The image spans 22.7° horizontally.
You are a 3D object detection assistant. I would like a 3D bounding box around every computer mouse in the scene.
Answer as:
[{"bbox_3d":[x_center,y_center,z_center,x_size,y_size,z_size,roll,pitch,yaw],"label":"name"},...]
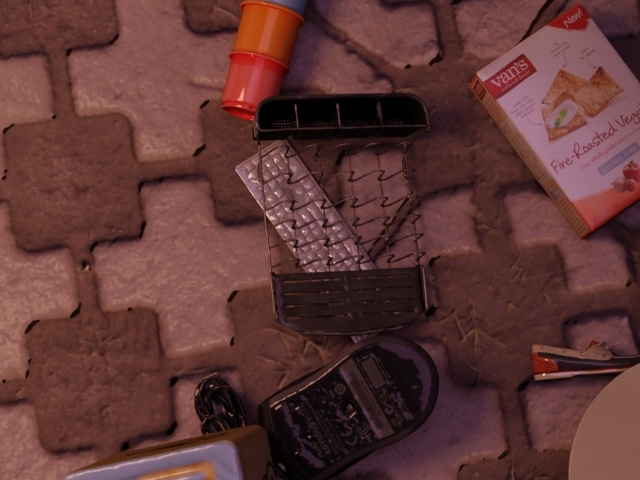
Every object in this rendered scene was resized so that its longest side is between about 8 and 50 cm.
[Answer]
[{"bbox_3d":[0.007,0.195,1.811,0.272,0.072,0.188,-25,84,6],"label":"computer mouse"}]

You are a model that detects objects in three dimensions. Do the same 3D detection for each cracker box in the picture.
[{"bbox_3d":[0.306,-0.140,1.877,0.155,0.067,0.232,-35,83,-8],"label":"cracker box"}]

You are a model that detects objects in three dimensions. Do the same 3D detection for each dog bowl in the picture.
[{"bbox_3d":[0.407,0.256,1.728,0.265,0.104,0.265,-14,58,24],"label":"dog bowl"}]

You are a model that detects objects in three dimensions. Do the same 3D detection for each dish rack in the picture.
[{"bbox_3d":[0.029,-0.028,1.823,0.208,0.074,0.272,-3,80,-15],"label":"dish rack"}]

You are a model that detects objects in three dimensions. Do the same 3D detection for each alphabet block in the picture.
[{"bbox_3d":[-0.145,0.310,1.692,0.193,0.197,0.192,-11,86,7],"label":"alphabet block"}]

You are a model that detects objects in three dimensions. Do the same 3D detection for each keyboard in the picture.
[{"bbox_3d":[0.000,0.000,1.867,0.072,0.014,0.256,-34,84,-8],"label":"keyboard"}]

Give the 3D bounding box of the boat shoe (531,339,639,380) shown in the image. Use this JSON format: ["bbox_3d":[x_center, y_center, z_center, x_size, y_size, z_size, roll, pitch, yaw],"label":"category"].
[{"bbox_3d":[0.312,0.137,1.842,0.137,0.049,0.043,-5,78,1],"label":"boat shoe"}]

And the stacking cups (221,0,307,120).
[{"bbox_3d":[-0.042,-0.296,1.884,0.096,0.096,0.316,12,84,0],"label":"stacking cups"}]
